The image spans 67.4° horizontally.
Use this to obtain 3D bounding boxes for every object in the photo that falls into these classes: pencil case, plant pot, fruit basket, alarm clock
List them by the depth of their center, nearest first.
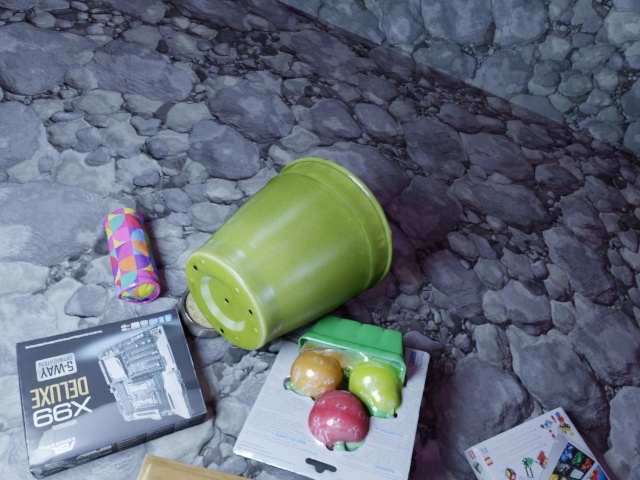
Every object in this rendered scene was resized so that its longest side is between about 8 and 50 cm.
[{"bbox_3d":[0.041,0.333,0.998,0.328,0.165,0.352,11,45,13],"label":"fruit basket"},{"bbox_3d":[-0.088,0.046,1.065,0.366,0.366,0.353,42,49,14],"label":"plant pot"},{"bbox_3d":[-0.250,0.175,1.106,0.192,0.064,0.129,45,43,9],"label":"alarm clock"},{"bbox_3d":[-0.445,0.035,1.128,0.105,0.104,0.236,-8,54,-26],"label":"pencil case"}]

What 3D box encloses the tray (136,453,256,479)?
[{"bbox_3d":[-0.144,0.538,0.850,0.412,0.076,0.202,17,49,-6],"label":"tray"}]

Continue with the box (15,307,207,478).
[{"bbox_3d":[-0.410,0.286,0.948,0.308,0.076,0.242,-10,57,-27],"label":"box"}]

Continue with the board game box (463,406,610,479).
[{"bbox_3d":[0.507,0.529,1.117,0.306,0.053,0.192,-9,56,-26],"label":"board game box"}]
